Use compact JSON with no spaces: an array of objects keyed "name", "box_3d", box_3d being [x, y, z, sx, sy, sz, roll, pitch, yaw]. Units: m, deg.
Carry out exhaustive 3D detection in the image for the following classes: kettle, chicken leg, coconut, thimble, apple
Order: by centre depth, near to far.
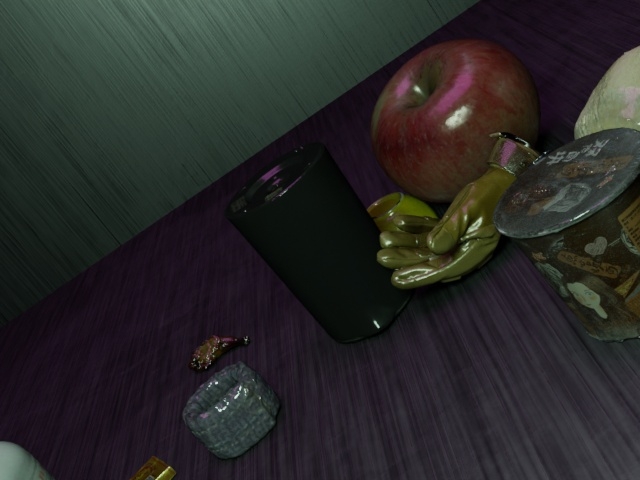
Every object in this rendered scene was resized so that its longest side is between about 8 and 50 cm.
[{"name":"coconut","box_3d":[0.491,-0.171,1.421,0.227,0.227,0.230,-11,30,51]},{"name":"thimble","box_3d":[-0.148,0.282,1.642,0.150,0.097,0.150,-33,19,13]},{"name":"kettle","box_3d":[-0.008,0.010,1.717,0.203,0.308,0.262,-45,21,-22]},{"name":"apple","box_3d":[0.265,-0.217,1.885,0.345,0.269,0.344,-33,37,30]},{"name":"chicken leg","box_3d":[-0.207,0.220,1.985,0.145,0.037,0.062,-34,41,10]}]

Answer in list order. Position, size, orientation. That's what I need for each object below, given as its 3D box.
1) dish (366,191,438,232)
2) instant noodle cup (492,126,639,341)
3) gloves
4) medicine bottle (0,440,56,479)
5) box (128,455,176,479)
[{"name":"dish","box_3d":[0.136,-0.041,1.941,0.208,0.080,0.149,-14,28,44]},{"name":"instant noodle cup","box_3d":[0.363,-0.002,1.259,0.217,0.207,0.217,-33,19,13]},{"name":"gloves","box_3d":[0.241,-0.033,1.642,0.331,0.141,0.154,-46,30,-8]},{"name":"medicine bottle","box_3d":[-0.426,0.462,1.375,0.245,0.306,0.245,-32,19,12]},{"name":"box","box_3d":[-0.322,0.438,1.687,0.156,0.022,0.089,-44,22,-23]}]
